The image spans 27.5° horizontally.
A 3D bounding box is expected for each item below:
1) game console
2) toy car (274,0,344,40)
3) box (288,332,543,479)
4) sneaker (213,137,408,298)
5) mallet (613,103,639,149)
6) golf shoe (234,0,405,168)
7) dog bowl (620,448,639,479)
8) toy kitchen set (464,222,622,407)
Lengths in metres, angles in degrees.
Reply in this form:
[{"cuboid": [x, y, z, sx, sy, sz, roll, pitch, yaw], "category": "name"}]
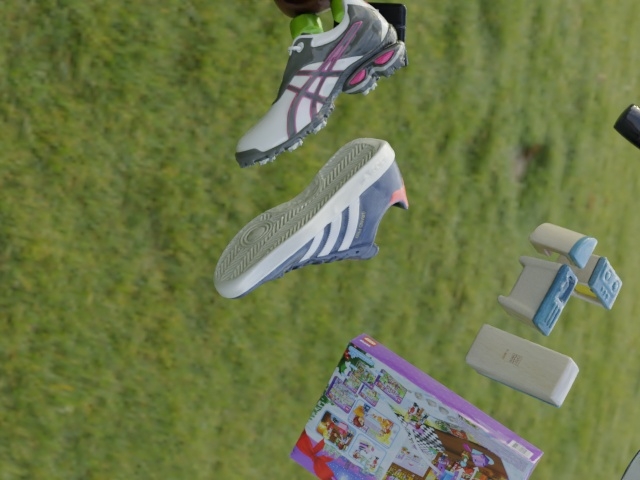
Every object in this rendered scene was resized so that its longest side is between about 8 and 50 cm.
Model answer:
[{"cuboid": [0.086, -0.347, 2.199, 0.071, 0.122, 0.107, -40, 133, -76], "category": "game console"}, {"cuboid": [-0.039, -0.415, 1.987, 0.188, 0.149, 0.155, 22, 50, -56], "category": "toy car"}, {"cuboid": [0.123, 0.287, 1.754, 0.201, 0.293, 0.057, -63, 162, 20], "category": "box"}, {"cuboid": [0.000, 0.000, 1.980, 0.350, 0.131, 0.148, -39, 121, -16], "category": "sneaker"}, {"cuboid": [0.400, -0.184, 1.506, 0.189, 0.062, 0.039, -60, -179, -20], "category": "mallet"}, {"cuboid": [-0.018, -0.205, 1.725, 0.273, 0.120, 0.105, -39, -171, 3], "category": "golf shoe"}, {"cuboid": [0.346, 0.232, 0.940, 0.104, 0.265, 0.265, -14, 115, -44], "category": "dog bowl"}, {"cuboid": [0.299, 0.106, 1.584, 0.207, 0.122, 0.166, -60, 144, -11], "category": "toy kitchen set"}]
